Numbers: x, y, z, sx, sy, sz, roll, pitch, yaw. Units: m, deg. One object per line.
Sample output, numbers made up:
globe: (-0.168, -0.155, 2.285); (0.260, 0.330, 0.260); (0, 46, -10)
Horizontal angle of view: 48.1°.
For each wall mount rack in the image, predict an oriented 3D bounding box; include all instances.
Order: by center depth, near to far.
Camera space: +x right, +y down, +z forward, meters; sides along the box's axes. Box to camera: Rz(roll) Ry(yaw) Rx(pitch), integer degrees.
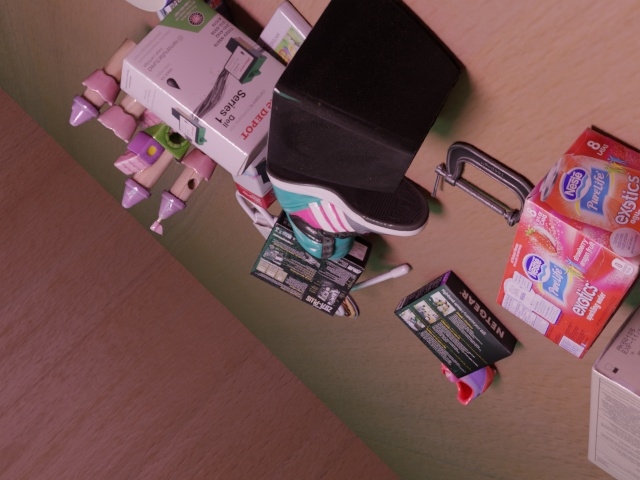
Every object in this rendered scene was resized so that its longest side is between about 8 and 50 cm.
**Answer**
wall mount rack: (0.000, 0.000, 1.419); (0.350, 0.130, 0.304); (51, 164, -23)

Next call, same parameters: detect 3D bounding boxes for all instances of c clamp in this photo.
c clamp: (0.218, -0.070, 0.961); (0.161, 0.022, 0.137); (35, 155, 28)

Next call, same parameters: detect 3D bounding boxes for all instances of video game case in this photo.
video game case: (-0.011, -0.232, 1.070); (0.212, 0.023, 0.193); (46, 162, -9)

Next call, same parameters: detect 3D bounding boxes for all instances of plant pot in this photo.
plant pot: (0.056, -0.166, 0.854); (0.167, 0.187, 0.188); (28, 160, 4)

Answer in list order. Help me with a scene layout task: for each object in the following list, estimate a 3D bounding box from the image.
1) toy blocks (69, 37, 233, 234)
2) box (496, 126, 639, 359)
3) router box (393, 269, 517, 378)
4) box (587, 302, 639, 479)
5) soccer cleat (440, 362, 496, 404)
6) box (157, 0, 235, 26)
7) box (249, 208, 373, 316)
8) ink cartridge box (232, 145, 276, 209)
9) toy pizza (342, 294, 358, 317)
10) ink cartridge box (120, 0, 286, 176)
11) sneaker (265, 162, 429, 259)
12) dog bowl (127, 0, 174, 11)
toy blocks: (-0.292, -0.165, 1.331); (0.309, 0.260, 0.288); (32, 172, 37)
box: (0.297, 0.013, 0.807); (0.128, 0.122, 0.257); (35, 160, 23)
router box: (0.240, 0.154, 1.279); (0.179, 0.046, 0.133); (46, 133, -8)
box: (0.457, 0.237, 0.970); (0.148, 0.121, 0.311); (31, 158, 34)
soccer cleat: (0.259, 0.216, 1.384); (0.083, 0.095, 0.248); (18, 149, 53)
box: (-0.194, -0.334, 1.195); (0.159, 0.044, 0.233); (32, 159, 32)
box: (-0.017, 0.035, 1.327); (0.180, 0.077, 0.147); (27, 131, -3)
ink cartridge box: (-0.096, -0.158, 1.246); (0.072, 0.127, 0.175); (34, 160, 24)
toy pizza: (0.012, 0.134, 1.822); (0.201, 0.032, 0.201); (38, 161, 16)
ink cartridge box: (-0.154, -0.226, 1.052); (0.219, 0.160, 0.092); (37, 157, -4)
sneaker: (0.049, -0.034, 1.182); (0.295, 0.124, 0.178); (24, 149, 31)
dog bowl: (-0.268, -0.455, 0.987); (0.265, 0.104, 0.265); (38, 161, 16)
